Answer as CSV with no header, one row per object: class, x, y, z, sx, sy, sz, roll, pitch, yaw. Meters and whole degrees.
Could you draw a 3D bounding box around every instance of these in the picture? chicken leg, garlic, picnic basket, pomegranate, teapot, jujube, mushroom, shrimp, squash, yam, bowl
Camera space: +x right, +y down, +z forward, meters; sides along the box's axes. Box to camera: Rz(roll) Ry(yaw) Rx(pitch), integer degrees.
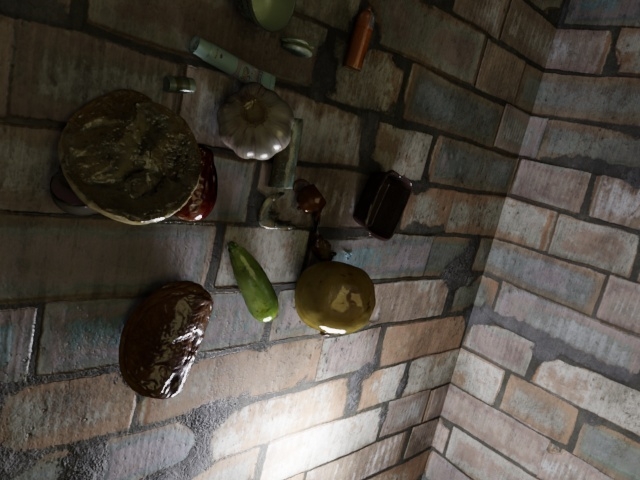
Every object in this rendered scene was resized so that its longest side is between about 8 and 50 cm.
chicken leg,0.000,0.000,2.101,0.106,0.051,0.254,-42,131,-32
garlic,-0.205,-0.354,1.666,0.245,0.245,0.253,-51,171,-16
picnic basket,0.256,-0.160,2.222,0.222,0.129,0.297,23,90,-45
pomegranate,0.055,0.237,2.071,0.332,0.332,0.333,-20,120,-38
teapot,-0.047,-0.154,1.957,0.116,0.116,0.173,-41,105,-24
jujube,-0.388,-0.178,1.565,0.168,0.168,0.237,10,96,-46
mushroom,-0.632,-0.132,1.382,0.188,0.141,0.117,-23,156,-41
shrimp,-0.147,-0.108,1.925,0.195,0.035,0.148,9,98,-44
squash,-0.245,0.153,1.882,0.118,0.118,0.371,-36,126,-28
yam,-0.122,-0.308,1.818,0.093,0.093,0.260,-2,108,-44
bowl,-0.178,-0.743,1.541,0.211,0.112,0.212,-36,137,-44

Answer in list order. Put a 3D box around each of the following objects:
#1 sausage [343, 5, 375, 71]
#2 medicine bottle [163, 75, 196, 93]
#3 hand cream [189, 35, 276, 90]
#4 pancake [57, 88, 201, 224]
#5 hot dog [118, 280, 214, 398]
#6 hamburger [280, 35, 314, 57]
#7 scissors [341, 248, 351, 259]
sausage,0.151,-0.751,1.904,0.071,0.071,0.235,8,102,-46
medicine bottle,-0.412,-0.456,1.501,0.083,0.047,0.047,-11,115,-40
hand cream,-0.265,-0.541,1.609,0.331,0.058,0.086,16,78,-51
pancake,-0.506,-0.224,1.391,0.386,0.082,0.388,11,69,-30
hot dog,-0.496,0.313,1.672,0.267,0.174,0.388,30,76,-49
hamburger,-0.071,-0.653,1.721,0.121,0.084,0.054,9,102,-44
scissors,0.110,0.058,2.263,0.036,0.006,0.083,-56,136,-8
